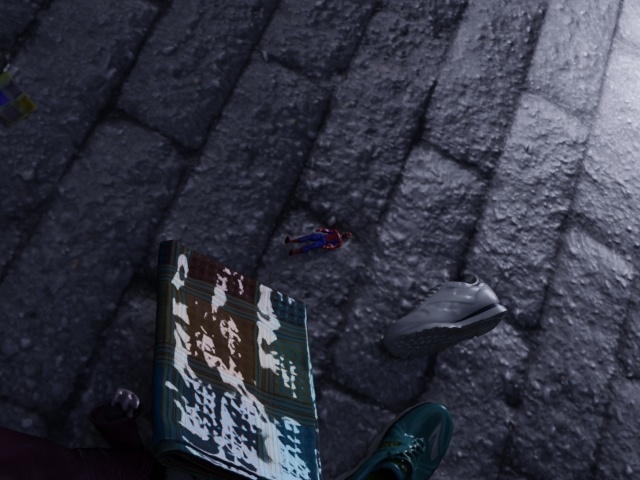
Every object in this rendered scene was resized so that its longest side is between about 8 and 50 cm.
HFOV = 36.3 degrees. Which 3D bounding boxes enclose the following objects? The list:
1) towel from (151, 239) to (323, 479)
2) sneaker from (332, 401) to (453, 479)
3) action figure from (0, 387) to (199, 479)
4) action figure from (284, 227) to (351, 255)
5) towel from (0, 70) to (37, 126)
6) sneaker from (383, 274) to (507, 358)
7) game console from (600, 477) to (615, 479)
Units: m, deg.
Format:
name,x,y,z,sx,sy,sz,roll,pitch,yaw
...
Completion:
name,x,y,z,sx,sy,sz,roll,pitch,yaw
towel,-0.112,0.179,1.349,0.271,0.040,0.370,28,36,-30
sneaker,0.114,0.340,1.445,0.107,0.110,0.275,48,57,3
action figure,-0.307,0.332,1.249,0.370,0.276,0.248,7,69,-42
action figure,0.000,0.000,1.599,0.115,0.030,0.038,-10,67,-29
towel,-0.481,-0.217,1.498,0.060,0.009,0.083,-36,85,-31
sneaker,0.192,0.123,1.603,0.235,0.090,0.094,-12,60,-31
game console,0.515,0.564,1.557,0.213,0.044,0.361,-24,78,-30
